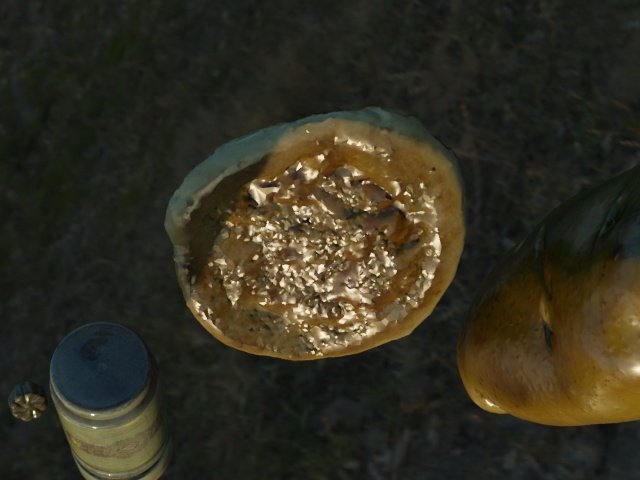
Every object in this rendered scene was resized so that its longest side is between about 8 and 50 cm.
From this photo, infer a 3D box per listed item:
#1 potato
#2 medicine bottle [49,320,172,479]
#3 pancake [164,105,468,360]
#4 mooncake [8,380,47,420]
[{"bbox_3d":[0.234,0.053,1.308,0.369,0.176,0.195,-33,72,58],"label":"potato"},{"bbox_3d":[-0.297,0.242,2.267,0.151,0.322,0.151,0,63,-1],"label":"medicine bottle"},{"bbox_3d":[-0.001,-0.001,1.359,0.282,0.282,0.049,-38,33,26],"label":"pancake"},{"bbox_3d":[-0.464,0.373,2.299,0.057,0.150,0.346,-139,46,-71],"label":"mooncake"}]
